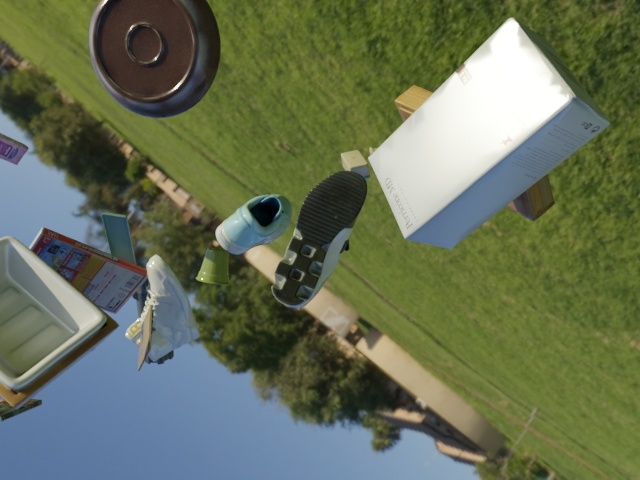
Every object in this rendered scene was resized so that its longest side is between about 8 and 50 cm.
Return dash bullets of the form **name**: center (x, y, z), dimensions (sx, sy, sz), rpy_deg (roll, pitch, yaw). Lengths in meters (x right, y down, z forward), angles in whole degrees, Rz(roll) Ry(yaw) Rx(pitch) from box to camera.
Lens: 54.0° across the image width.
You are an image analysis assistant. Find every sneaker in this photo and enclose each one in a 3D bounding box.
- **sneaker**: center (-0.422, 0.187, 1.597), dimensions (0.108, 0.169, 0.293), rpy_deg (32, 145, 43)
- **sneaker**: center (0.000, 0.000, 1.396), dimensions (0.122, 0.331, 0.146), rpy_deg (28, 171, 14)
- **sneaker**: center (-0.142, -0.070, 1.778), dimensions (0.135, 0.150, 0.366), rpy_deg (53, -151, -5)

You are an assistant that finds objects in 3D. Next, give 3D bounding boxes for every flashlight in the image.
- **flashlight**: center (-0.530, 0.240, 2.002), dimensions (0.103, 0.304, 0.103), rpy_deg (4, -161, 11)

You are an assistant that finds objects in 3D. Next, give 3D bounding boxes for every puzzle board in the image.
- **puzzle board**: center (-0.414, 0.231, 1.494), dimensions (0.011, 0.096, 0.128), rpy_deg (13, -134, -23)

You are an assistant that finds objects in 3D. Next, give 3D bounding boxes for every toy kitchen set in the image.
- **toy kitchen set**: center (0.178, -0.168, 1.737), dimensions (0.122, 0.206, 0.166), rpy_deg (-110, 8, -63)

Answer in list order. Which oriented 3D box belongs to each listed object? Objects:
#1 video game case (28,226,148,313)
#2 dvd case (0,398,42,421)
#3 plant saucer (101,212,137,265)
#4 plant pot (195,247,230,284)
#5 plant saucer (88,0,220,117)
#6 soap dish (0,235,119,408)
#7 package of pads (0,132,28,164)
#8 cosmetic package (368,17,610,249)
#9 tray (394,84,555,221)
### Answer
- **video game case**: center (-0.617, 0.086, 1.626), dimensions (0.285, 0.204, 0.025), rpy_deg (27, -140, -29)
- **dvd case**: center (-0.660, 0.352, 1.317), dimensions (0.087, 0.013, 0.119), rpy_deg (1, -179, 14)
- **plant saucer**: center (-0.511, 0.004, 1.611), dimensions (0.067, 0.018, 0.192), rpy_deg (9, 133, 5)
- **plant pot**: center (-0.254, 0.060, 1.521), dimensions (0.083, 0.079, 0.083), rpy_deg (11, -175, -1)
- **plant saucer**: center (-0.367, -0.419, 1.346), dimensions (0.310, 0.311, 0.050), rpy_deg (38, -162, 0)
- **soap dish**: center (-0.555, 0.146, 1.139), dimensions (0.290, 0.229, 0.118), rpy_deg (36, 136, 11)
- **package of pads**: center (-0.697, -0.205, 1.393), dimensions (0.032, 0.050, 0.083), rpy_deg (38, -175, 33)
- **cosmetic package**: center (0.292, -0.180, 1.163), dimensions (0.156, 0.385, 0.217), rpy_deg (12, -135, -43)
- **tray**: center (0.347, -0.212, 1.466), dimensions (0.411, 0.076, 0.203), rpy_deg (42, 168, 50)
